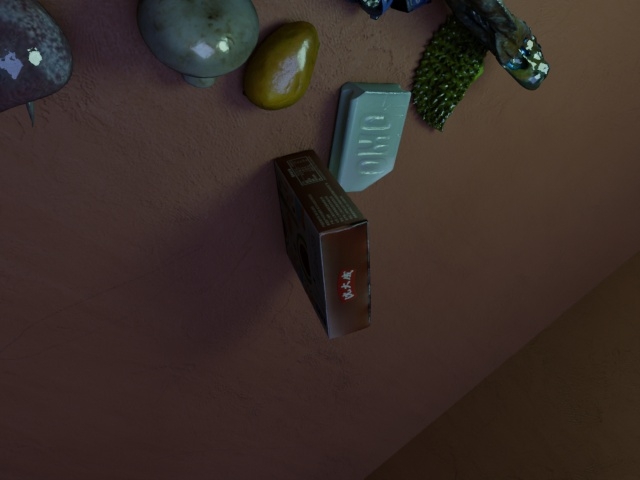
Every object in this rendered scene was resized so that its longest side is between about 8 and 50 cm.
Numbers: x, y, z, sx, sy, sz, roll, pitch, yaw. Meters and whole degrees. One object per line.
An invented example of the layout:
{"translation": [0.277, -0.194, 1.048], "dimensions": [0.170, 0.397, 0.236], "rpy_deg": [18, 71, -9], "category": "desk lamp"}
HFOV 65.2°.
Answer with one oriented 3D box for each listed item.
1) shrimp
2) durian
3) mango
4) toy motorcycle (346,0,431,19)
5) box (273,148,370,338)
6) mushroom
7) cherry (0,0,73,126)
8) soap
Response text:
{"translation": [0.405, -0.513, 1.159], "dimensions": [0.446, 0.221, 0.110], "rpy_deg": [29, 111, -33], "category": "shrimp"}
{"translation": [0.369, -0.479, 1.363], "dimensions": [0.355, 0.157, 0.169], "rpy_deg": [-59, 162, 22], "category": "durian"}
{"translation": [-0.084, -0.408, 1.181], "dimensions": [0.147, 0.109, 0.227], "rpy_deg": [38, 105, -14], "category": "mango"}
{"translation": [0.129, -0.668, 1.087], "dimensions": [0.213, 0.125, 0.358], "rpy_deg": [-32, 134, -12], "category": "toy motorcycle"}
{"translation": [0.000, 0.000, 1.332], "dimensions": [0.122, 0.385, 0.344], "rpy_deg": [-15, 129, -13], "category": "box"}
{"translation": [-0.256, -0.426, 1.045], "dimensions": [0.244, 0.243, 0.243], "rpy_deg": [-12, 128, -16], "category": "mushroom"}
{"translation": [-0.590, -0.345, 0.925], "dimensions": [0.236, 0.213, 0.285], "rpy_deg": [-21, 121, -21], "category": "cherry"}
{"translation": [0.128, -0.281, 1.378], "dimensions": [0.173, 0.095, 0.289], "rpy_deg": [-4, 125, -21], "category": "soap"}
